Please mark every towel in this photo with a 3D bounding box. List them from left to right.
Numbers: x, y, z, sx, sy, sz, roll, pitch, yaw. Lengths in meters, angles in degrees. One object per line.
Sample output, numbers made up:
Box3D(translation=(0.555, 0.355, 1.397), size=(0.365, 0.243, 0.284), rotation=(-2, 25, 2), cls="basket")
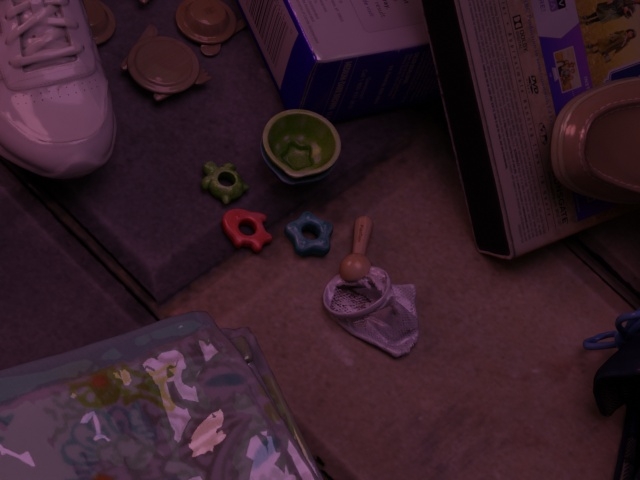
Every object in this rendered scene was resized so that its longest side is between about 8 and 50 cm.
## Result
Box3D(translation=(-0.159, 0.234, 1.397), size=(0.374, 0.090, 0.320), rotation=(-18, 62, -24), cls="towel")

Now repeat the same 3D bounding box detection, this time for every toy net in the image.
Box3D(translation=(0.000, 0.000, 1.618), size=(0.122, 0.045, 0.232), rotation=(-22, 65, -26), cls="toy net")

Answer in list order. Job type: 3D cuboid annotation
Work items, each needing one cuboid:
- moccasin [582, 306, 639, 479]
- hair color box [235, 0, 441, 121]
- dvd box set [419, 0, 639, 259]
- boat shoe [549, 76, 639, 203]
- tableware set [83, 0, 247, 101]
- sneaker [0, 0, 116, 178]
Box3D(translation=(0.276, 0.115, 1.558), size=(0.116, 0.138, 0.342), rotation=(9, 54, -3), cls="moccasin")
Box3D(translation=(0.103, -0.228, 1.756), size=(0.339, 0.110, 0.185), rotation=(-13, 62, -21), cls="hair color box")
Box3D(translation=(0.288, -0.195, 1.702), size=(0.420, 0.062, 0.308), rotation=(-22, 106, -25), cls="dvd box set")
Box3D(translation=(0.333, -0.078, 1.648), size=(0.302, 0.098, 0.109), rotation=(2, 97, -30), cls="boat shoe")
Box3D(translation=(-0.153, -0.198, 1.727), size=(0.168, 0.020, 0.141), rotation=(37, 55, 11), cls="tableware set")
Box3D(translation=(-0.251, -0.188, 1.612), size=(0.114, 0.152, 0.305), rotation=(-16, 61, -13), cls="sneaker")
